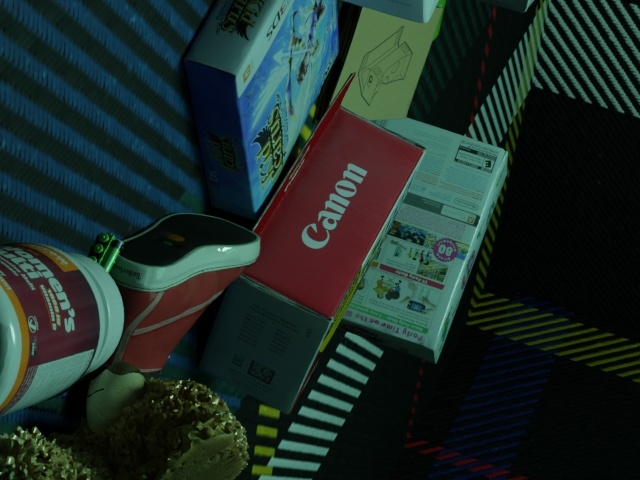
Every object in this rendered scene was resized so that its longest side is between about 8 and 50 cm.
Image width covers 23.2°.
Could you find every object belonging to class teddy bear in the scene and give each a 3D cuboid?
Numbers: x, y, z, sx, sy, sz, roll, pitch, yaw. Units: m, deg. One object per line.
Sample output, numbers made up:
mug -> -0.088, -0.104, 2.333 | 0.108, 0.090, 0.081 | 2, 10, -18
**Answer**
teddy bear -> -0.221, 0.196, 1.147 | 0.338, 0.113, 0.245 | -37, 155, 9

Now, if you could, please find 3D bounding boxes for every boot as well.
boot -> -0.150, 0.074, 1.554 | 0.244, 0.088, 0.176 | -25, 133, -62

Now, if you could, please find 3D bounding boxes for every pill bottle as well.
pill bottle -> -0.228, 0.063, 1.124 | 0.221, 0.121, 0.121 | -12, 120, -75

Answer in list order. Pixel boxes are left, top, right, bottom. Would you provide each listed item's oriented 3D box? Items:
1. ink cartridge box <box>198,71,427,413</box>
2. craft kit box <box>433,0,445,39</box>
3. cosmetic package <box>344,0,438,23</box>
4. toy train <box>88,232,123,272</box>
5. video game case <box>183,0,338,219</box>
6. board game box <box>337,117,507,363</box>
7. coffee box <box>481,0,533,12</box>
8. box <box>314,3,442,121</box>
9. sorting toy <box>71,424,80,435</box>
ink cartridge box -> 0.000, 0.000, 1.841 | 0.309, 0.130, 0.272 | -60, 176, -39
craft kit box -> 0.131, -0.368, 2.166 | 0.250, 0.061, 0.246 | -50, 158, -57
cosmetic package -> 0.126, -0.491, 1.726 | 0.230, 0.161, 0.453 | 86, 27, -57
toy train -> -0.202, 0.030, 1.402 | 0.017, 0.024, 0.083 | 82, 29, -62
video game case -> -0.053, -0.192, 1.633 | 0.269, 0.061, 0.244 | 85, 27, -60
board game box -> 0.108, -0.011, 2.182 | 0.097, 0.224, 0.303 | 71, 40, -73
coffee box -> 0.183, -0.324, 1.536 | 0.246, 0.141, 0.098 | -48, 152, -52
box -> 0.078, -0.233, 2.046 | 0.201, 0.021, 0.164 | -10, 123, -56
sorting toy -> -0.228, 0.227, 1.455 | 0.196, 0.047, 0.348 | -55, 167, -1
